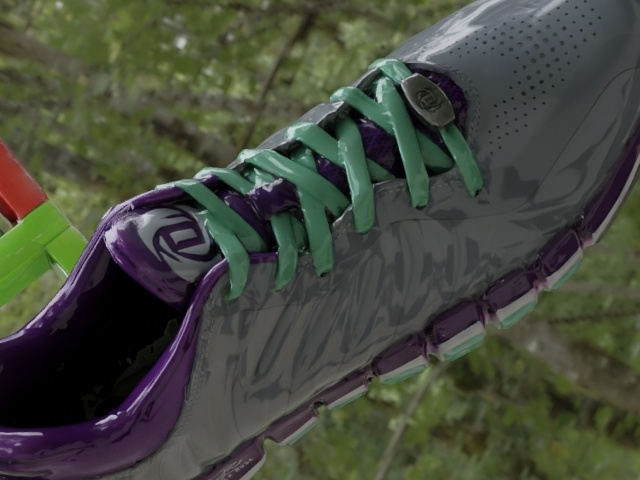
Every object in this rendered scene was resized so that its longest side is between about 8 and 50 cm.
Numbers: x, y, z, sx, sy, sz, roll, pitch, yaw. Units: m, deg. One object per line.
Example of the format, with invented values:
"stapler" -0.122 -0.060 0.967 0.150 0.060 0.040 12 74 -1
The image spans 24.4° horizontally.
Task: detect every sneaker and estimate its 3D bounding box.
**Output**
"sneaker" 0.000 0.000 0.391 0.224 0.083 0.098 -42 -23 1

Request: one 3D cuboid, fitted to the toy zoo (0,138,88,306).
"toy zoo" -0.221 -0.011 0.542 0.192 0.293 0.030 -39 -11 -16
